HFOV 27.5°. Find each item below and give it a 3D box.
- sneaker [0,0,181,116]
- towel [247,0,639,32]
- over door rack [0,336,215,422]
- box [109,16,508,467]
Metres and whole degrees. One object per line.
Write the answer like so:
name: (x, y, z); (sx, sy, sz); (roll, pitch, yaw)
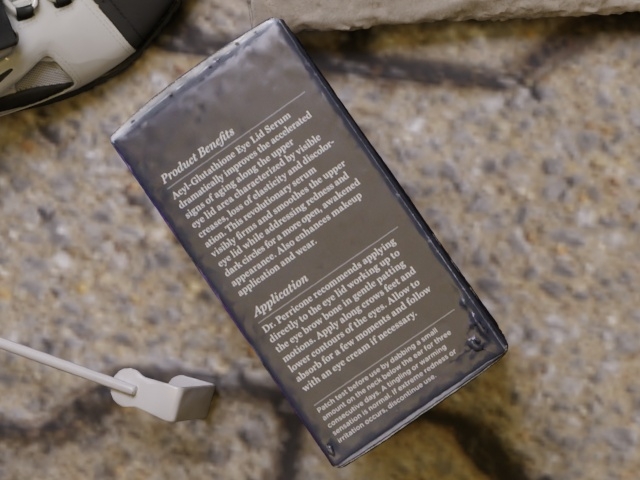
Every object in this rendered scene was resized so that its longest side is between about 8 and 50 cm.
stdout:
sneaker: (-0.214, -0.124, 0.736); (0.330, 0.146, 0.122); (-30, 86, 3)
towel: (0.083, -0.202, 0.708); (0.282, 0.049, 0.187); (-2, 133, 3)
over door rack: (-0.249, 0.151, 0.756); (0.324, 0.108, 0.240); (17, 92, 5)
box: (0.000, 0.000, 0.711); (0.108, 0.153, 0.207); (-35, 86, 5)
